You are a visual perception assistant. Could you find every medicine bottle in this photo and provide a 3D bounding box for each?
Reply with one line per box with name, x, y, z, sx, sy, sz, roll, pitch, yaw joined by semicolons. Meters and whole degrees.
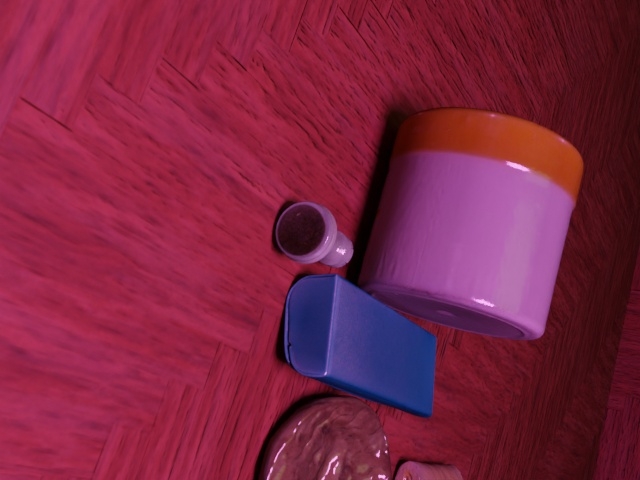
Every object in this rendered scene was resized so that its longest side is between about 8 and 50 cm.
medicine bottle;0.185;-0.015;0.911;0.238;0.238;0.232;32;72;-54

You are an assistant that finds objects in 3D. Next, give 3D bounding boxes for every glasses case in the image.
glasses case;0.059;0.140;0.900;0.301;0.070;0.117;37;54;-54

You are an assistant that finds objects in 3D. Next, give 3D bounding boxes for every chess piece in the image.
chess piece;0.000;0.000;0.800;0.103;0.067;0.067;30;72;-64

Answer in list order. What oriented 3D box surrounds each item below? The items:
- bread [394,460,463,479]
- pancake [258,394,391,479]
bread;0.164;0.414;1.124;0.178;0.060;0.139;27;74;-55
pancake;-0.003;0.298;0.869;0.242;0.050;0.242;-12;107;-44
